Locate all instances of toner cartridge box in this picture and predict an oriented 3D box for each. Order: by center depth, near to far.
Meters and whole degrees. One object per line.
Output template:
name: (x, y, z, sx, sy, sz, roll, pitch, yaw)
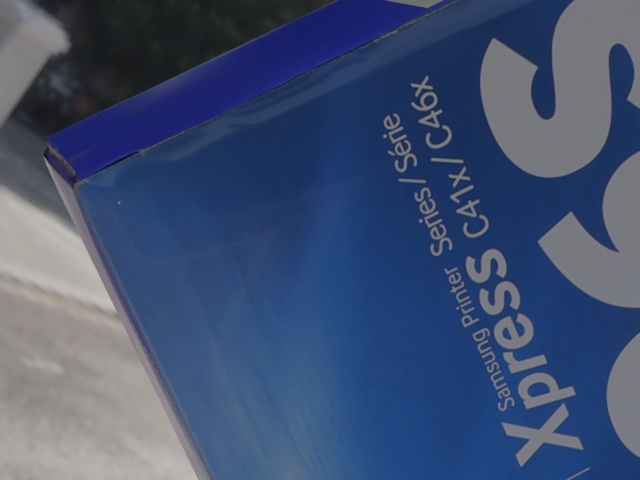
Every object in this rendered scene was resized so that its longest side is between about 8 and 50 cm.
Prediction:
toner cartridge box: (0.073, 0.097, 0.494, 0.348, 0.165, 0.075, 65, -8, -15)
